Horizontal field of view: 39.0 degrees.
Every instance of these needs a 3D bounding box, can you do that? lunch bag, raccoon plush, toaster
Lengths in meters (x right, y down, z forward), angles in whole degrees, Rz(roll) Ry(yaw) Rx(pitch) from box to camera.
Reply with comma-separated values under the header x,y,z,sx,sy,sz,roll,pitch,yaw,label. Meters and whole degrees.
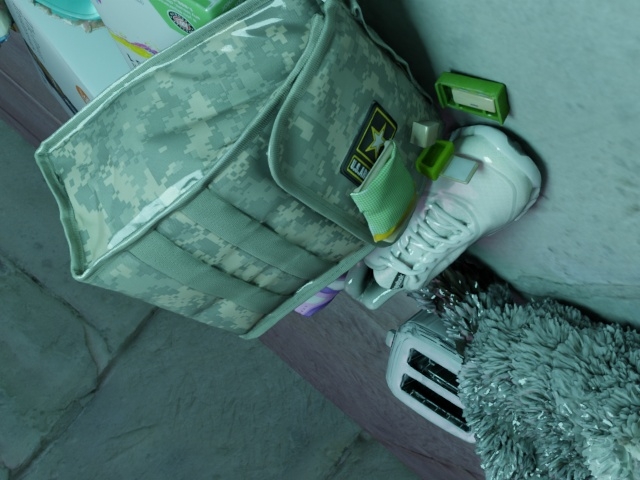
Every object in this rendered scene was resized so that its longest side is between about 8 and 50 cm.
x,y,z,sx,sy,sz,roll,pitch,yaw,label
-0.042,-0.065,0.760,0.235,0.287,0.169,31,-153,-56,lunch bag
0.225,0.116,0.919,0.446,0.216,0.299,36,158,14,raccoon plush
0.193,0.167,1.160,0.227,0.146,0.129,31,124,30,toaster

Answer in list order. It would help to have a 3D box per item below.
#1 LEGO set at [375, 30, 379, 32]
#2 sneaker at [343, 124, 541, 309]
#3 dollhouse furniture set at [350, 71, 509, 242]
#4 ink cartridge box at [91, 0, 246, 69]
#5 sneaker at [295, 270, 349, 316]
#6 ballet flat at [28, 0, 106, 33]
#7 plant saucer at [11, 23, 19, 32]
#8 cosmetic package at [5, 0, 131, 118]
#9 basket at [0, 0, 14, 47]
x,y,z,sx,sy,sz,roll,pitch,yaw,label
0.038,-0.178,0.815,0.083,0.023,0.054,42,171,50,LEGO set
0.110,-0.011,0.885,0.110,0.118,0.292,40,150,-1,sneaker
0.094,-0.064,0.737,0.059,0.151,0.076,22,158,30,dollhouse furniture set
-0.109,-0.212,0.864,0.201,0.117,0.278,33,165,21,ink cartridge box
-0.004,0.005,1.096,0.095,0.236,0.104,25,123,-9,sneaker
-0.341,-0.379,0.972,0.409,0.147,0.147,41,166,4,ballet flat
-0.534,-0.414,1.441,0.188,0.045,0.188,37,166,5,plant saucer
-0.310,-0.216,1.283,0.284,0.097,0.377,49,167,6,cosmetic package
-0.576,-0.306,1.273,0.254,0.289,0.201,-97,-14,-57,basket
